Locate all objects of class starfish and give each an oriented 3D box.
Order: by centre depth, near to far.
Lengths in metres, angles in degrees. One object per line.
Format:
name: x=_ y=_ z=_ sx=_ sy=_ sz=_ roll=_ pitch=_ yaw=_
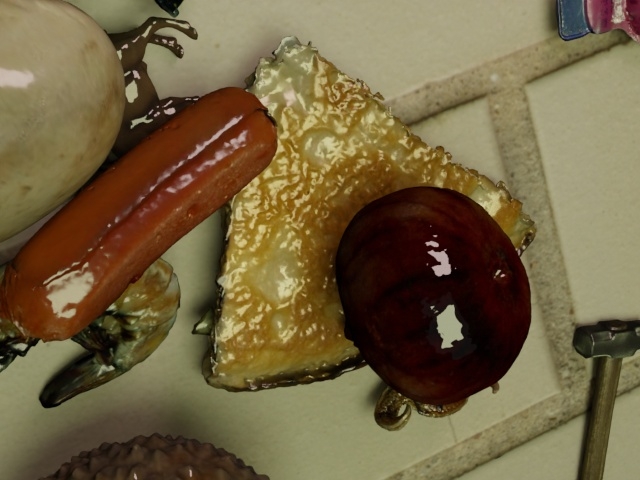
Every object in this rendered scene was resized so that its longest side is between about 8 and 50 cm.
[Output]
starfish: x=0.151 y=0.169 z=1.373 sx=0.190 sy=0.074 sz=0.146 roll=-5 pitch=122 yaw=-36

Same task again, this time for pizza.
pizza: x=0.012 y=0.027 z=1.272 sx=0.435 sy=0.080 sz=0.391 roll=32 pitch=94 yaw=-27

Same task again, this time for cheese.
cheese: x=0.391 y=-0.301 z=1.318 sx=0.244 sy=0.062 sz=0.155 roll=-16 pitch=113 yaw=-15

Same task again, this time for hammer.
hammer: x=0.395 y=0.282 z=1.547 sx=0.111 sy=0.043 sz=0.365 roll=-6 pitch=113 yaw=-22

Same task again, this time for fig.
fig: x=0.114 y=0.061 z=1.167 sx=0.215 sy=0.235 sz=0.235 roll=-2 pitch=114 yaw=17

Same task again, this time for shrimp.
shrimp: x=-0.308 y=0.123 z=1.158 sx=0.365 sy=0.071 sz=0.233 roll=-36 pitch=137 yaw=10

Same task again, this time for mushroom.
mushroom: x=-0.339 y=-0.137 z=0.973 sx=0.298 sy=0.297 sz=0.290 roll=-34 pitch=89 yaw=-8

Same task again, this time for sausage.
sausage: x=-0.173 y=-0.035 z=1.045 sx=0.330 sy=0.102 sz=0.102 roll=-44 pitch=120 yaw=-23

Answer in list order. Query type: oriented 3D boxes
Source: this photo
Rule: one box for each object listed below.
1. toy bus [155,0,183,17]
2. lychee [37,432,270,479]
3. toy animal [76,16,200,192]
toy bus: x=-0.112 y=-0.358 z=1.038 sx=0.150 sy=0.128 sz=0.262 roll=38 pitch=92 yaw=-4
lychee: x=-0.169 y=0.405 z=1.163 sx=0.381 sy=0.432 sz=0.380 roll=-4 pitch=138 yaw=-4
toy animal: x=-0.198 y=-0.116 z=1.134 sx=0.186 sy=0.094 sz=0.214 roll=-29 pitch=118 yaw=-21
